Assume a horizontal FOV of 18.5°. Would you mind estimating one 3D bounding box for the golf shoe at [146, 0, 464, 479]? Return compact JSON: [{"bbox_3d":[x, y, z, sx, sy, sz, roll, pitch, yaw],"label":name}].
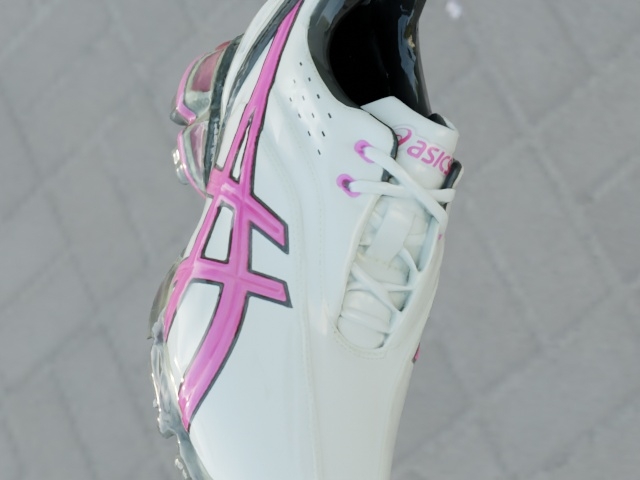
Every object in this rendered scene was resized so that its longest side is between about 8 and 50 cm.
[{"bbox_3d":[0.000,0.000,0.529,0.086,0.067,0.186,-37,43,40],"label":"golf shoe"}]
